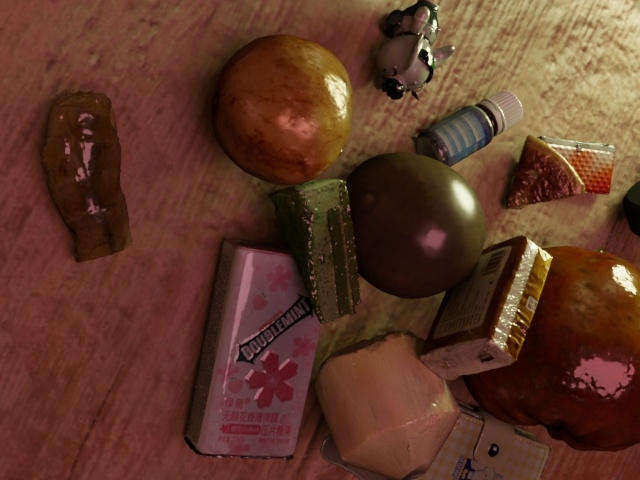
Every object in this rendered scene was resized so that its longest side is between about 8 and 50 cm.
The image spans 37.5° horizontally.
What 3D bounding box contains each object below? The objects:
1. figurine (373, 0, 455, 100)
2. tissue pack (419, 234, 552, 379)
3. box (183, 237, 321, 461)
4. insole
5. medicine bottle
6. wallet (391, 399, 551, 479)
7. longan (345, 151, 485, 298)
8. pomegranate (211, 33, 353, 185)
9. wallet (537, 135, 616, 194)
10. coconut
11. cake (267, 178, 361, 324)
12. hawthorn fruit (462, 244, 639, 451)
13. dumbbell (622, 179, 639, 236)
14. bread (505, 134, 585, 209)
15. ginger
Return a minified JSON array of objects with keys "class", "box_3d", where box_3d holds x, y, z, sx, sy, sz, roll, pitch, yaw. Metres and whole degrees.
[{"class":"figurine","box_3d":[0.155,-0.322,1.614,0.126,0.147,0.192,28,68,-10]},{"class":"tissue pack","box_3d":[0.276,0.115,1.589,0.092,0.183,0.226,37,56,-17]},{"class":"box","box_3d":[-0.104,0.191,1.600,0.190,0.112,0.370,7,97,-26]},{"class":"insole","box_3d":[0.091,0.431,1.806,0.232,0.003,0.080,36,84,-28]},{"class":"medicine bottle","box_3d":[0.273,-0.204,1.718,0.203,0.083,0.084,-32,113,-17]},{"class":"wallet","box_3d":[0.305,0.450,1.881,0.309,0.077,0.223,26,91,-28]},{"class":"longan","box_3d":[0.152,-0.024,1.604,0.258,0.258,0.258,-6,103,-25]},{"class":"pomegranate","box_3d":[-0.055,-0.201,1.471,0.248,0.248,0.248,-6,103,-25]},{"class":"wallet","box_3d":[0.507,-0.149,1.881,0.196,0.020,0.103,4,99,-27]},{"class":"coconut","box_3d":[0.122,0.300,1.654,0.239,0.239,0.244,-13,70,-24]},{"class":"cake","box_3d":[0.012,0.015,1.512,0.100,0.099,0.235,-20,91,-35]},{"class":"hawthorn fruit","box_3d":[0.472,0.182,1.746,0.402,0.403,0.403,-6,103,-25]},{"class":"dumbbell","box_3d":[0.761,0.028,1.942,0.203,0.203,0.323,-29,112,-18]},{"class":"bread","box_3d":[0.416,-0.136,1.808,0.154,0.054,0.136,-15,94,11]},{"class":"ginger","box_3d":[-0.354,-0.094,1.420,0.109,0.116,0.263,0,110,15]}]
